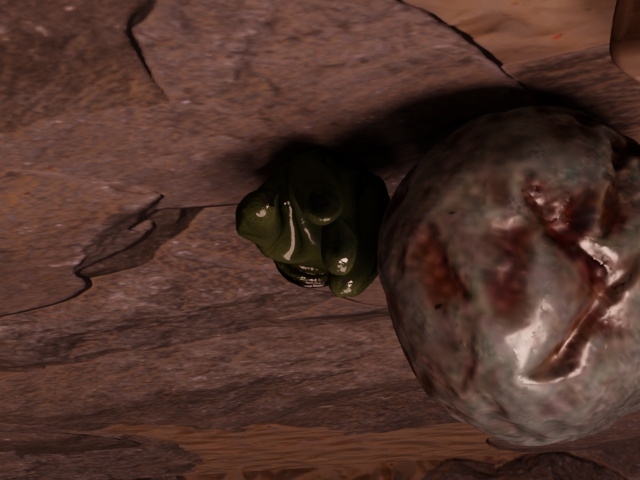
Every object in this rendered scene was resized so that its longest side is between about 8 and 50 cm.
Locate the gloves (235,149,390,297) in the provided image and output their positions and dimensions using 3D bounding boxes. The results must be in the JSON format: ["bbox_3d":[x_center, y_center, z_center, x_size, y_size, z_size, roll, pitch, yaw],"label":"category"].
[{"bbox_3d":[0.001,-0.013,1.227,0.135,0.107,0.268,5,180,-4],"label":"gloves"}]

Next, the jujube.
[{"bbox_3d":[0.152,0.026,1.151,0.215,0.246,0.308,11,162,19],"label":"jujube"}]

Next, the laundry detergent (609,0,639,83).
[{"bbox_3d":[0.310,-0.102,0.963,0.237,0.076,0.171,25,158,-33],"label":"laundry detergent"}]
